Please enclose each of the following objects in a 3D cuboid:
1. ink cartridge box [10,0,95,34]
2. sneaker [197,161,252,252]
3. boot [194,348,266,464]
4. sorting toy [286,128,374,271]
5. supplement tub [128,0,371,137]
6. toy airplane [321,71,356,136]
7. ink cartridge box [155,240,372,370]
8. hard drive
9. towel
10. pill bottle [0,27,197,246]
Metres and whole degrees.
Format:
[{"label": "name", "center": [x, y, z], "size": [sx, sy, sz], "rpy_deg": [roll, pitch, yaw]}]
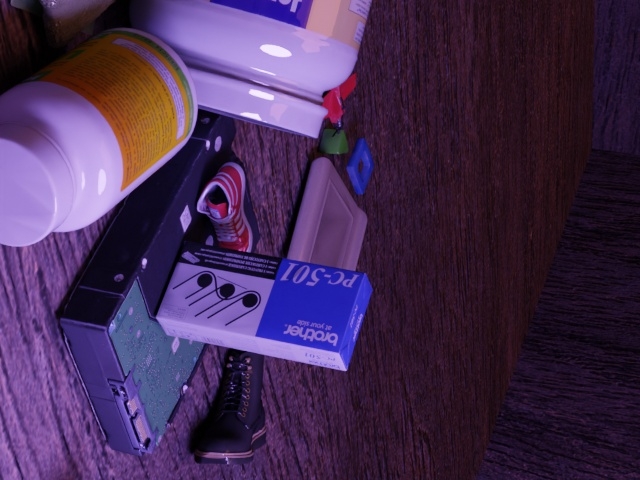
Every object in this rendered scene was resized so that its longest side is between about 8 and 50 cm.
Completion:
[{"label": "ink cartridge box", "center": [-0.206, -0.316, 1.439], "size": [0.171, 0.056, 0.235], "rpy_deg": [8, 90, -72]}, {"label": "sneaker", "center": [-0.105, -0.021, 1.710], "size": [0.067, 0.042, 0.118], "rpy_deg": [-50, 138, -64]}, {"label": "boot", "center": [-0.114, 0.205, 1.980], "size": [0.198, 0.077, 0.137], "rpy_deg": [-43, 137, -82]}, {"label": "sorting toy", "center": [0.000, 0.000, 2.233], "size": [0.196, 0.047, 0.348], "rpy_deg": [50, 49, -58]}, {"label": "supplement tub", "center": [-0.058, -0.289, 1.574], "size": [0.241, 0.241, 0.331], "rpy_deg": [9, 96, -72]}, {"label": "toy airplane", "center": [0.019, -0.217, 2.173], "size": [0.151, 0.028, 0.151], "rpy_deg": [-27, 122, -54]}, {"label": "ink cartridge box", "center": [-0.059, 0.067, 1.631], "size": [0.046, 0.207, 0.097], "rpy_deg": [68, 37, -58]}, {"label": "hard drive", "center": [-0.168, 0.038, 1.720], "size": [0.237, 0.064, 0.339], "rpy_deg": [78, 27, -48]}, {"label": "towel", "center": [-0.206, -0.251, 1.426], "size": [0.148, 0.027, 0.110], "rpy_deg": [-50, 163, -23]}, {"label": "pill bottle", "center": [-0.218, -0.090, 1.384], "size": [0.246, 0.136, 0.136], "rpy_deg": [-49, 145, -57]}]
